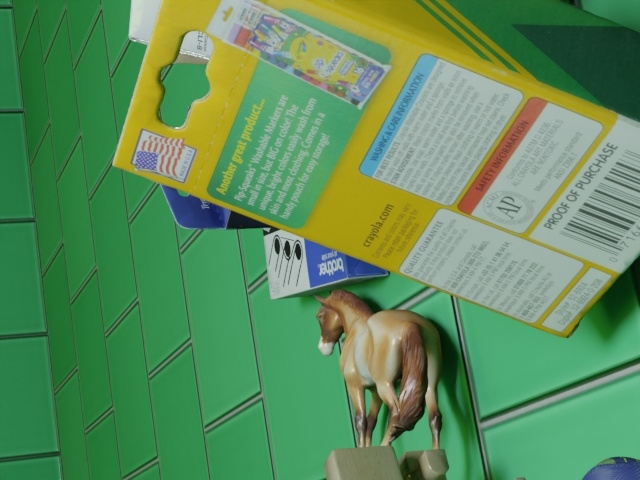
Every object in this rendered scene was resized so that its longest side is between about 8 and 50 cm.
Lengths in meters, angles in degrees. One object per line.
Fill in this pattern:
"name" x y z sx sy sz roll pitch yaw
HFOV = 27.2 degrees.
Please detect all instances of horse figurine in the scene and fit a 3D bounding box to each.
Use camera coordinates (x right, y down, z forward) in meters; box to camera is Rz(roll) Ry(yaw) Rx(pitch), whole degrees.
"horse figurine" 0.055 0.121 1.148 0.263 0.066 0.174 153 119 -74

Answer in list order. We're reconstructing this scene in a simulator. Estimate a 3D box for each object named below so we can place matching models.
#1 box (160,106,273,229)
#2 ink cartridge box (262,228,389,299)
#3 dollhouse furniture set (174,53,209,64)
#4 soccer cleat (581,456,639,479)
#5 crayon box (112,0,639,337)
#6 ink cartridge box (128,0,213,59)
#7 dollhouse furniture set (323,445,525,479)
"box" -0.026 -0.064 1.122 0.136 0.225 0.036 -118 33 -45
"ink cartridge box" 0.000 0.000 1.301 0.207 0.046 0.097 161 103 -66
"dollhouse furniture set" -0.115 -0.321 1.484 0.259 0.135 0.262 -116 30 -65
"soccer cleat" 0.202 0.275 0.832 0.121 0.093 0.289 -53 -40 -77
"crayon box" 0.053 -0.074 0.811 0.203 0.323 0.083 119 169 -51
"ink cartridge box" -0.083 -0.252 1.258 0.176 0.127 0.128 -40 -39 -62
"dollhouse furniture set" 0.077 0.245 1.010 0.123 0.151 0.144 115 147 -49
